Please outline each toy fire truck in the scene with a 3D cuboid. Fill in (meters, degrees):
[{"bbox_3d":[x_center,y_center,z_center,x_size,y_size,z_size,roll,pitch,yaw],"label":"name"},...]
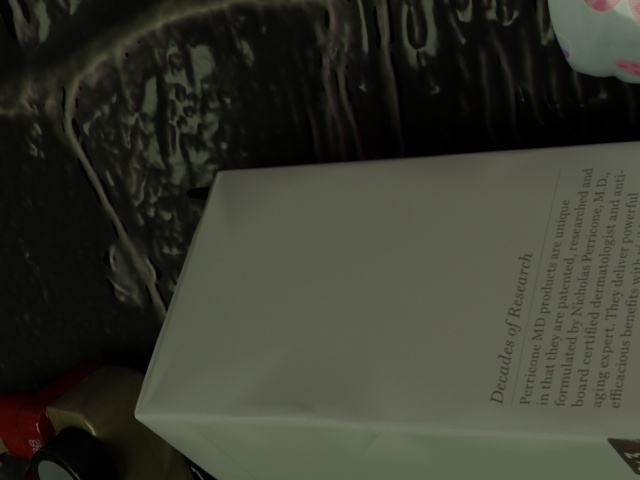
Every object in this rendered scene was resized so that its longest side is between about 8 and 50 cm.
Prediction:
[{"bbox_3d":[-0.194,0.201,1.066,0.246,0.158,0.217,3,121,44],"label":"toy fire truck"}]

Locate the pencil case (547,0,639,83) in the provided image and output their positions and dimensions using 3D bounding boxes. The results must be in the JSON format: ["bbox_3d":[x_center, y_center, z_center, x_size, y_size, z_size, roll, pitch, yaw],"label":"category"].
[{"bbox_3d":[0.233,-0.115,0.615,0.273,0.124,0.113,13,163,26],"label":"pencil case"}]

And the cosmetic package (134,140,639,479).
[{"bbox_3d":[0.131,0.069,0.715,0.385,0.156,0.217,-5,147,33],"label":"cosmetic package"}]

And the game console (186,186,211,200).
[{"bbox_3d":[0.000,0.000,0.856,0.122,0.071,0.107,-2,117,33],"label":"game console"}]
